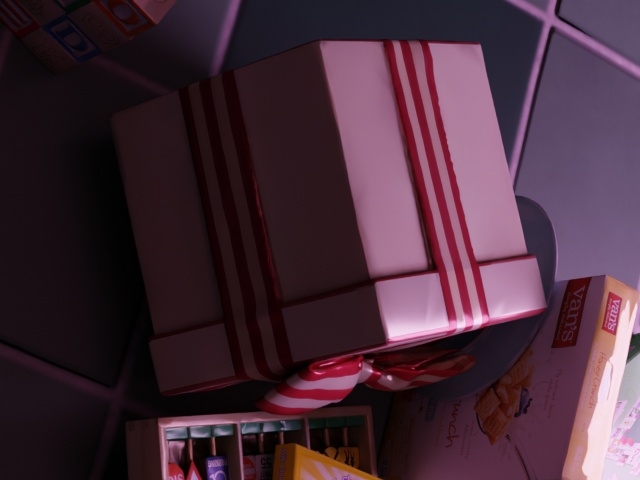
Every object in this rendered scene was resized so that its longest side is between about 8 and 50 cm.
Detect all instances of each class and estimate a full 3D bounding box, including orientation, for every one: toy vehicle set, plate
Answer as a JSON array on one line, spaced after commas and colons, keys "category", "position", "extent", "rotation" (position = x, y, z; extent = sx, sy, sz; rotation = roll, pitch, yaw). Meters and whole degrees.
[{"category": "toy vehicle set", "position": [-0.045, 0.217, 1.471], "extent": [0.267, 0.035, 0.166], "rotation": [2, 80, -52]}, {"category": "plate", "position": [0.125, 0.044, 1.570], "extent": [0.024, 0.188, 0.188], "rotation": [26, 68, -31]}]

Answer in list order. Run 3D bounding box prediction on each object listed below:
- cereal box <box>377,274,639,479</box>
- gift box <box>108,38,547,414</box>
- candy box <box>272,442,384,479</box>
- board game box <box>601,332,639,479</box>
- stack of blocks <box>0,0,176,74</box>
[{"category": "cereal box", "position": [0.149, 0.124, 1.541], "extent": [0.047, 0.240, 0.173], "rotation": [26, 68, -30]}, {"category": "gift box", "position": [0.000, 0.000, 1.466], "extent": [0.255, 0.276, 0.258], "rotation": [-7, 82, -48]}, {"category": "candy box", "position": [0.029, 0.239, 1.508], "extent": [0.206, 0.027, 0.105], "rotation": [28, 57, -47]}, {"category": "board game box", "position": [0.254, 0.251, 1.708], "extent": [0.317, 0.046, 0.214], "rotation": [-33, 100, -33]}, {"category": "stack of blocks", "position": [-0.241, -0.272, 1.391], "extent": [0.297, 0.171, 0.087], "rotation": [45, 61, -19]}]
